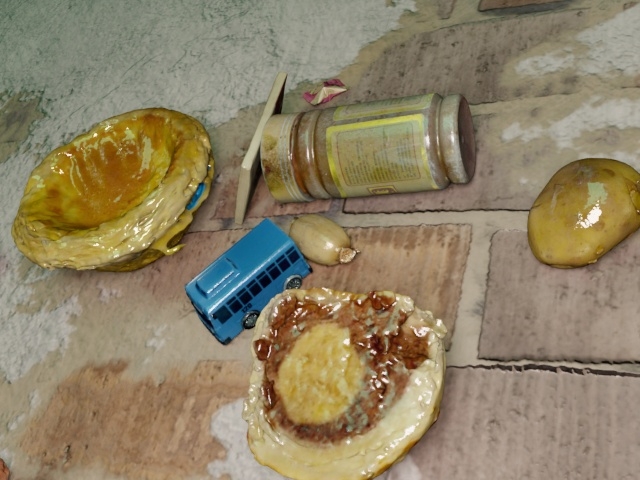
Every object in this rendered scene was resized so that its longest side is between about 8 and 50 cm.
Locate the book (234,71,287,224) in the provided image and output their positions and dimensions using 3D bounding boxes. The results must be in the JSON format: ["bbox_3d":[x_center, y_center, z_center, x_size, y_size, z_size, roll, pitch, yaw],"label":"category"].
[{"bbox_3d":[-0.104,-0.162,1.365,0.022,0.162,0.232,16,55,0],"label":"book"}]

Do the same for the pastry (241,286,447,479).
[{"bbox_3d":[0.038,0.191,0.991,0.255,0.170,0.237,1,72,21],"label":"pastry"}]

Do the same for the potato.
[{"bbox_3d":[0.359,-0.040,1.055,0.176,0.137,0.137,-39,46,-7],"label":"potato"}]

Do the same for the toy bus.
[{"bbox_3d":[-0.116,0.062,1.208,0.184,0.106,0.090,-41,49,-11],"label":"toy bus"}]

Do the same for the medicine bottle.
[{"bbox_3d":[0.078,-0.147,1.261,0.322,0.151,0.151,-4,51,23],"label":"medicine bottle"}]

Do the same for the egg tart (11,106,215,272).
[{"bbox_3d":[-0.354,-0.072,1.384,0.387,0.169,0.388,-10,47,11],"label":"egg tart"}]

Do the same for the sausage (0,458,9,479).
[{"bbox_3d":[-0.643,0.447,1.137,0.418,0.094,0.094,-31,84,-3],"label":"sausage"}]

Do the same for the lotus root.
[{"bbox_3d":[0.000,0.000,1.234,0.073,0.062,0.150,-46,46,-16],"label":"lotus root"}]

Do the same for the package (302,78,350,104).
[{"bbox_3d":[0.011,-0.286,1.500,0.083,0.029,0.059,-26,37,-12],"label":"package"}]
